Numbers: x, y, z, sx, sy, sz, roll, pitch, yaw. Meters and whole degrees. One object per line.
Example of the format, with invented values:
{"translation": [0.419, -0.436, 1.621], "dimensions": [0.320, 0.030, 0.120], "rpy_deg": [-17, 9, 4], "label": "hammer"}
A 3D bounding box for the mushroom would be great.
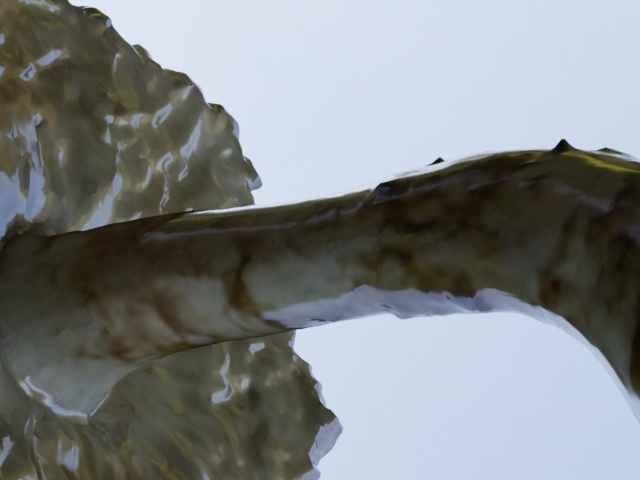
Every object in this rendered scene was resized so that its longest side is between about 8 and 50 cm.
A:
{"translation": [-0.005, 0.022, 0.486], "dimensions": [0.301, 0.208, 0.233], "rpy_deg": [6, -130, 10], "label": "mushroom"}
